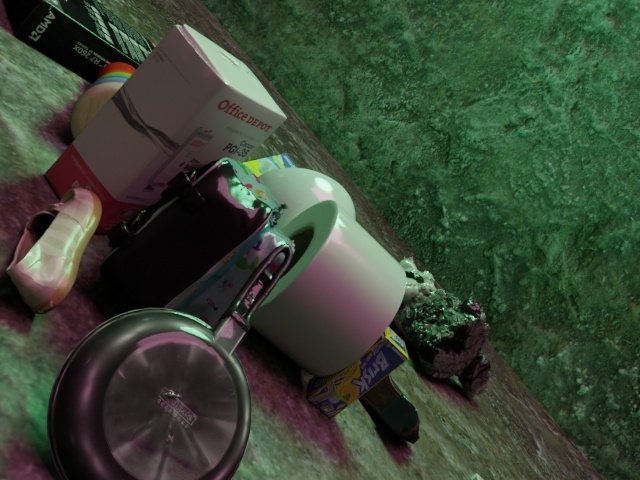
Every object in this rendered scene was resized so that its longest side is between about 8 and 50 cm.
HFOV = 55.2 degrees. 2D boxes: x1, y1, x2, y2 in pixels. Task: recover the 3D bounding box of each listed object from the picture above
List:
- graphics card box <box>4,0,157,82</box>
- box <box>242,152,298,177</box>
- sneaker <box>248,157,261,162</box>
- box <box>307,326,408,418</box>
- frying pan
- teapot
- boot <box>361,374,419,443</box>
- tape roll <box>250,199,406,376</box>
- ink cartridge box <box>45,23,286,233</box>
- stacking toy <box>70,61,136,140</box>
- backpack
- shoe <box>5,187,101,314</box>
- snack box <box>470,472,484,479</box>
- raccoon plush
[{"bbox_3d":[-0.467,-0.417,1.282,0.371,0.094,0.233,30,22,-54],"label":"graphics card box"},{"bbox_3d":[-0.117,-0.167,1.602,0.178,0.042,0.109,-21,68,-43],"label":"box"},{"bbox_3d":[-0.123,-0.150,1.693,0.192,0.064,0.086,34,-10,-6],"label":"sneaker"},{"bbox_3d":[0.059,0.210,0.990,0.059,0.169,0.054,44,14,-16],"label":"box"},{"bbox_3d":[-0.099,0.137,0.605,0.326,0.053,0.197,-25,89,-39],"label":"frying pan"},{"bbox_3d":[-0.056,-0.008,1.201,0.253,0.255,0.187,62,29,-48],"label":"teapot"},{"bbox_3d":[0.118,0.299,1.188,0.219,0.082,0.106,54,-8,40],"label":"boot"},{"bbox_3d":[-0.002,0.077,1.017,0.169,0.246,0.246,42,14,-19],"label":"tape roll"},{"bbox_3d":[-0.213,-0.141,0.885,0.117,0.283,0.207,51,14,14],"label":"ink cartridge box"},{"bbox_3d":[-0.360,-0.243,1.096,0.141,0.141,0.330,40,9,-29],"label":"stacking toy"},{"bbox_3d":[-0.148,0.003,0.823,0.191,0.225,0.253,48,3,-11],"label":"backpack"},{"bbox_3d":[-0.299,-0.008,0.690,0.058,0.076,0.219,46,15,-31],"label":"shoe"},{"bbox_3d":[0.346,0.552,1.238,0.064,0.022,0.178,46,13,-10],"label":"snack box"},{"bbox_3d":[0.300,0.262,1.747,0.299,0.216,0.447,42,-24,44],"label":"raccoon plush"}]
